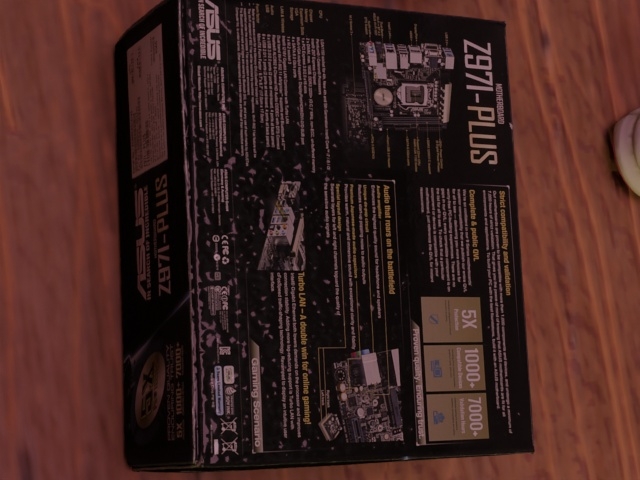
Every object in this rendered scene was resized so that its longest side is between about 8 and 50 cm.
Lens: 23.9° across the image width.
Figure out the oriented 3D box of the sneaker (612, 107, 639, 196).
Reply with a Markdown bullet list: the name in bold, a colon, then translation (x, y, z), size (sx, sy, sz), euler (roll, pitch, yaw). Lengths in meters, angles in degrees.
- **sneaker**: translation (0.229, -0.043, 0.733), size (0.170, 0.075, 0.063), euler (5, 79, -26)

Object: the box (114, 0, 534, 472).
- **box**: translation (0.000, 0.000, 0.609), size (0.147, 0.077, 0.180), euler (1, 81, -26)
